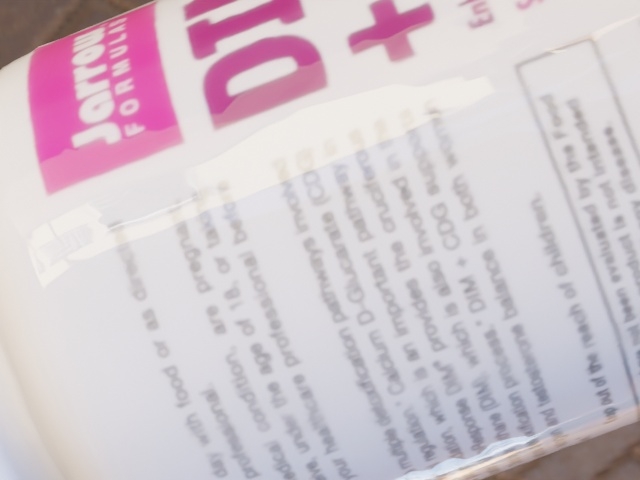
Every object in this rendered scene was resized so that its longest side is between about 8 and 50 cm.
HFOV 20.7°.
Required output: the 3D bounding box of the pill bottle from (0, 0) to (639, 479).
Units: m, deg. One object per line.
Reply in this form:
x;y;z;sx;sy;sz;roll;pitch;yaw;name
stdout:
0.000;0.000;0.497;0.283;0.160;0.160;-22;136;4;pill bottle
